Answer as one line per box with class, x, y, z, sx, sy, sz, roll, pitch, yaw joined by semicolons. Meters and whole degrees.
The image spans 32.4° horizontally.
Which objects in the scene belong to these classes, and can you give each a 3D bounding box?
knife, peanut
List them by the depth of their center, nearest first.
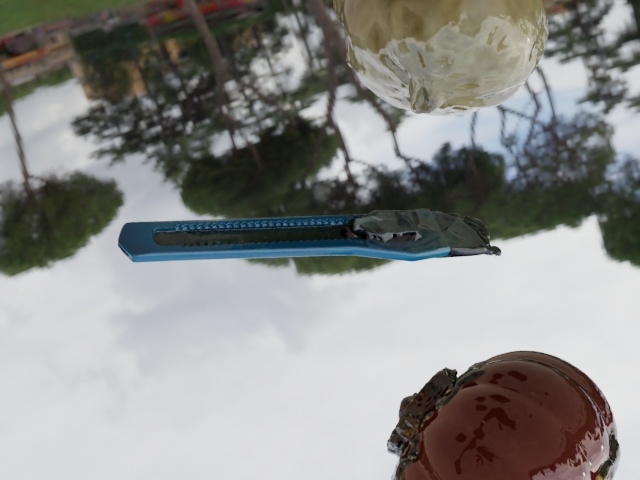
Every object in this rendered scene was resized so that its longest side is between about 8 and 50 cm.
peanut;0.073;-0.154;0.741;0.129;0.129;0.224;-19;-152;3
knife;0.001;-0.001;0.794;0.297;0.044;0.026;-2;150;-25

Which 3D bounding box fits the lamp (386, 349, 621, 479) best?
lamp;0.154;0.200;0.962;0.227;0.227;0.227;-18;-164;5
